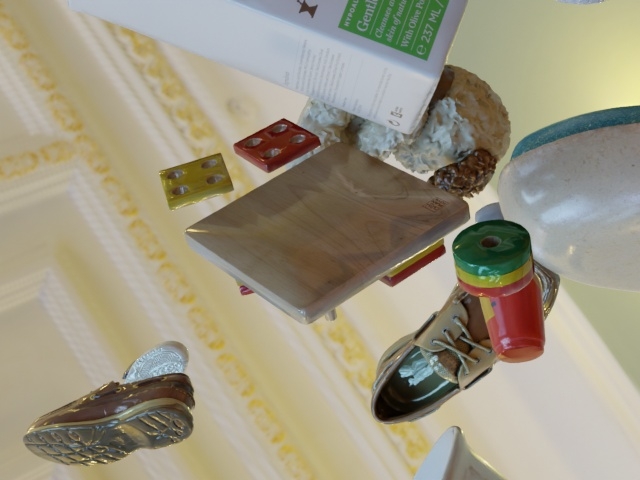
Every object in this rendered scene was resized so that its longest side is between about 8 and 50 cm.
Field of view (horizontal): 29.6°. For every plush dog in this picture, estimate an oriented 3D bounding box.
[{"bbox_3d":[0.107,-0.152,1.335,0.225,0.210,0.262,25,-139,-9],"label":"plush dog"}]

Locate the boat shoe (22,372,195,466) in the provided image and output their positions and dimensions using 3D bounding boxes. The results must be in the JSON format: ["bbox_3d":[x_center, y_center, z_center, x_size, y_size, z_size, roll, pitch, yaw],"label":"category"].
[{"bbox_3d":[-0.195,0.166,1.134,0.060,0.178,0.064,-84,-29,-46],"label":"boat shoe"}]

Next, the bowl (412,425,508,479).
[{"bbox_3d":[0.106,0.320,1.047,0.134,0.298,0.298,27,-133,4],"label":"bowl"}]

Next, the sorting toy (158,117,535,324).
[{"bbox_3d":[0.000,0.000,0.771,0.132,0.046,0.274,-32,-142,-24],"label":"sorting toy"}]

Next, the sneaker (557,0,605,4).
[{"bbox_3d":[0.252,-0.334,1.022,0.101,0.153,0.268,11,-126,28],"label":"sneaker"}]

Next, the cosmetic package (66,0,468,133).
[{"bbox_3d":[-0.042,-0.266,1.148,0.366,0.155,0.197,20,-106,-1],"label":"cosmetic package"}]

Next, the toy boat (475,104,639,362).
[{"bbox_3d":[0.226,-0.020,0.991,0.268,0.318,0.148,11,-121,-27],"label":"toy boat"}]

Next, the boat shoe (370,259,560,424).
[{"bbox_3d":[0.181,0.140,1.571,0.122,0.324,0.120,41,-148,0],"label":"boat shoe"}]

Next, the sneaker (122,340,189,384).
[{"bbox_3d":[-0.198,0.157,1.445,0.058,0.152,0.084,33,-150,-6],"label":"sneaker"}]
